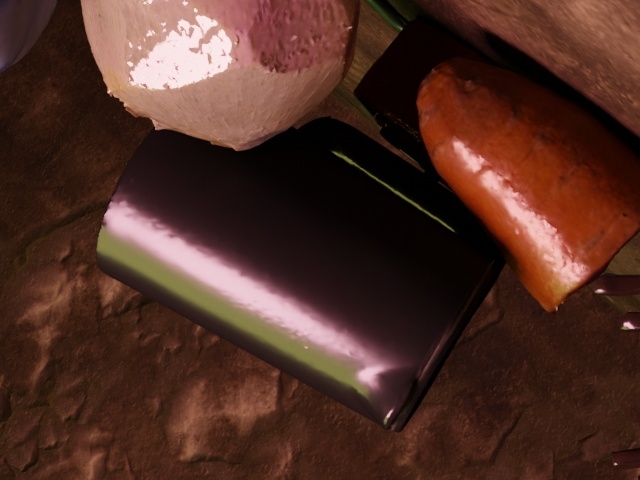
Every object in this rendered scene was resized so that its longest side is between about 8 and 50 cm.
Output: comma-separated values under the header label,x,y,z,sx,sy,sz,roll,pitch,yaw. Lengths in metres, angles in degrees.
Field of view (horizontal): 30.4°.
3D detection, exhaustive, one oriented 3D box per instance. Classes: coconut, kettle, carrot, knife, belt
label,x,y,z,sx,sy,sz,roll,pitch,yaw
coconut,-0.075,-0.184,0.904,0.227,0.227,0.230,-115,15,-85
kettle,-0.007,0.013,1.069,0.308,0.203,0.262,31,-165,9
carrot,0.170,-0.061,1.007,0.225,0.159,0.159,41,-178,0
knife,0.090,-0.224,1.256,0.210,0.015,0.028,37,177,-32
belt,0.130,-0.120,1.167,0.201,0.124,0.128,39,-179,19

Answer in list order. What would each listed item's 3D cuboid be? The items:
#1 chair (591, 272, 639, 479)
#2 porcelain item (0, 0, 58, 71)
label,x,y,z,sx,sy,sz,roll,pitch,yaw
chair,0.389,0.099,0.906,0.160,0.319,0.186,38,-134,-61
porcelain item,-0.266,-0.242,0.812,0.178,0.242,0.405,14,-151,-7
